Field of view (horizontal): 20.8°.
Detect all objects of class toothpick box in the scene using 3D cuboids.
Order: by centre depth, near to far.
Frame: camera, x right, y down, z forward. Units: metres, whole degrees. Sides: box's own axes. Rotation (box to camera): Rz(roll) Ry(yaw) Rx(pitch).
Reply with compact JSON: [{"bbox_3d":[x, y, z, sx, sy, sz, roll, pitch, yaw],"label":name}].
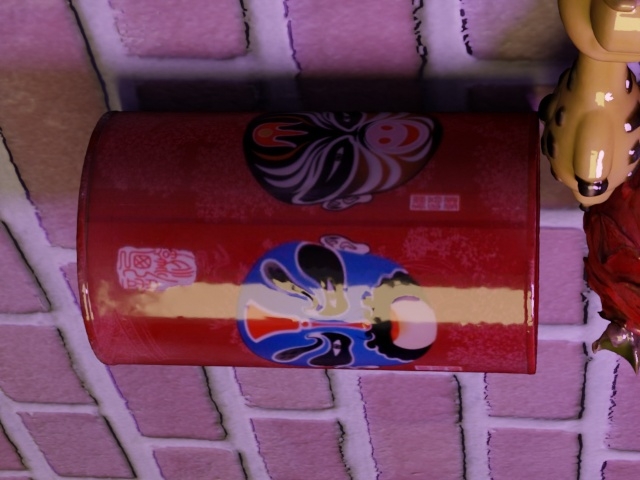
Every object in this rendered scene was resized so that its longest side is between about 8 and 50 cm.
[{"bbox_3d":[0.000,0.000,1.334,0.333,0.204,0.204,1,150,9],"label":"toothpick box"}]

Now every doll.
[{"bbox_3d":[0.196,-0.126,1.174,0.086,0.117,0.291,1,147,2],"label":"doll"}]

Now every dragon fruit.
[{"bbox_3d":[0.287,0.002,1.322,0.172,0.172,0.209,9,129,-7],"label":"dragon fruit"}]
